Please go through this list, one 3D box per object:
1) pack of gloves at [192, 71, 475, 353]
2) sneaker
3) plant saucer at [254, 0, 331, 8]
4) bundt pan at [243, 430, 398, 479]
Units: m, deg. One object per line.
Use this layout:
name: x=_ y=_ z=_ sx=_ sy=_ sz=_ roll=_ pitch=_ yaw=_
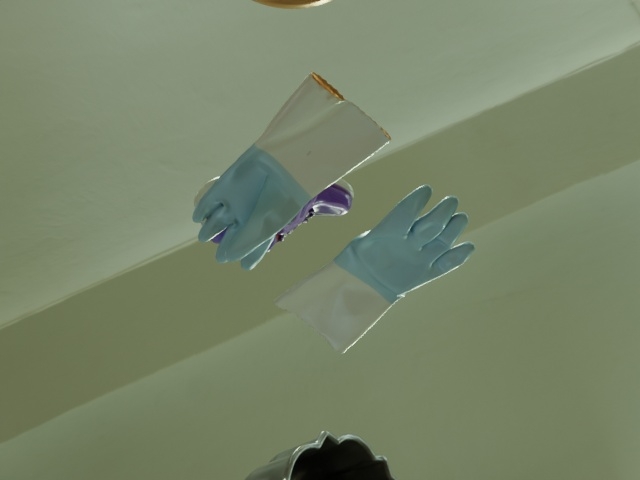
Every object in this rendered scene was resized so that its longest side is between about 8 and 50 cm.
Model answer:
pack of gloves: x=0.000 y=0.000 z=0.864 sx=0.195 sy=0.232 sz=0.046 roll=40 pitch=-136 yaw=-8
sneaker: x=-0.042 y=-0.024 z=1.003 sx=0.170 sy=0.068 sz=0.071 roll=-7 pitch=-109 yaw=-31
plant saucer: x=-0.029 y=-0.332 z=1.027 sx=0.200 sy=0.037 sz=0.200 roll=0 pitch=-92 yaw=1
bundt pan: x=-0.008 y=0.400 z=1.242 sx=0.124 sy=0.331 sz=0.331 roll=-17 pitch=-89 yaw=33
